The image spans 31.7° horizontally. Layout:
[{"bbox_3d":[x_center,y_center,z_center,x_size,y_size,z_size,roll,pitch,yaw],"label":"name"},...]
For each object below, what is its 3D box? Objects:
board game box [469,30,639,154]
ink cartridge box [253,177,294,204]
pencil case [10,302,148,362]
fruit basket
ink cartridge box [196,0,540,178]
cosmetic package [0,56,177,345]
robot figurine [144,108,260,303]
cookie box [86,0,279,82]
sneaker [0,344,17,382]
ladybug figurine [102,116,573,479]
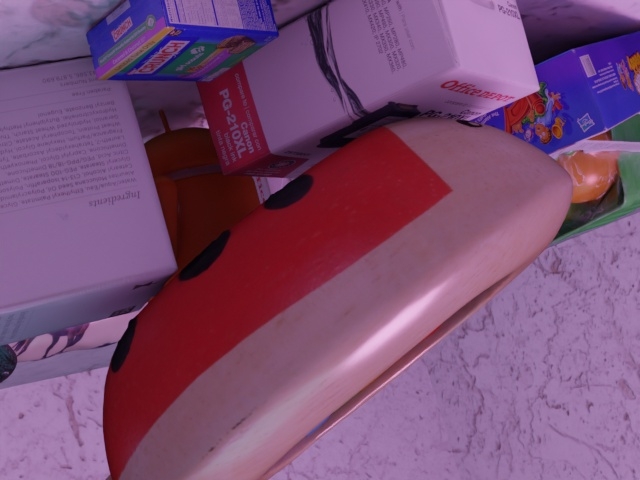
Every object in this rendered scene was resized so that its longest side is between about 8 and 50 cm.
[{"bbox_3d":[0.218,-0.129,1.166,0.233,0.078,0.347,-22,-178,31],"label":"board game box"},{"bbox_3d":[-0.041,-0.027,1.309,0.093,0.154,0.212,-13,170,-17],"label":"ink cartridge box"},{"bbox_3d":[-0.273,0.070,1.472,0.410,0.159,0.183,-7,177,-42],"label":"pencil case"},{"bbox_3d":[0.302,-0.102,1.605,0.353,0.165,0.327,3,165,-16],"label":"fruit basket"},{"bbox_3d":[0.043,-0.137,0.966,0.237,0.100,0.172,-22,170,31],"label":"ink cartridge box"},{"bbox_3d":[-0.221,-0.027,0.899,0.151,0.183,0.151,-13,170,-22],"label":"cosmetic package"},{"bbox_3d":[-0.115,-0.012,1.063,0.158,0.219,0.128,-7,168,-39],"label":"robot figurine"},{"bbox_3d":[-0.101,-0.151,0.824,0.107,0.040,0.092,-6,167,-45],"label":"cookie box"},{"bbox_3d":[-0.434,0.068,1.231,0.086,0.132,0.229,-45,130,14],"label":"sneaker"},{"bbox_3d":[-0.005,0.054,0.901,0.449,0.162,0.305,-38,170,-7],"label":"ladybug figurine"}]
